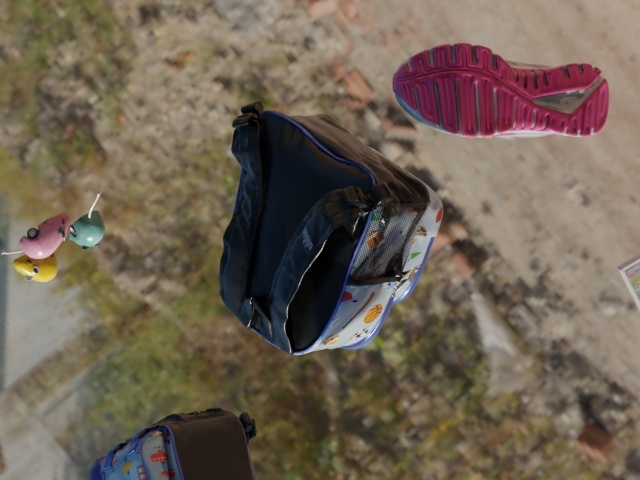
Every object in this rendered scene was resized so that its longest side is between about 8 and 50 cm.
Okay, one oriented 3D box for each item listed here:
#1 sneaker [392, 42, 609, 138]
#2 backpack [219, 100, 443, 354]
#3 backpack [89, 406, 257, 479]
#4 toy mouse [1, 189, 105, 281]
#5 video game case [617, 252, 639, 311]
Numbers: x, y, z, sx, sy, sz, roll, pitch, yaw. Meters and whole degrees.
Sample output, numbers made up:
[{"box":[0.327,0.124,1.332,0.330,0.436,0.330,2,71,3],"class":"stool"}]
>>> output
[{"box":[0.189,-0.156,1.511,0.252,0.102,0.111,7,178,-22],"class":"sneaker"},{"box":[0.000,0.000,1.642,0.213,0.263,0.276,9,-158,-41],"class":"backpack"},{"box":[-0.125,0.231,1.118,0.173,0.117,0.158,-30,69,50],"class":"backpack"},{"box":[-0.286,-0.001,1.524,0.031,0.143,0.161,54,-164,14],"class":"toy mouse"},{"box":[0.374,0.055,1.423,0.122,0.087,0.011,59,180,-19],"class":"video game case"}]
